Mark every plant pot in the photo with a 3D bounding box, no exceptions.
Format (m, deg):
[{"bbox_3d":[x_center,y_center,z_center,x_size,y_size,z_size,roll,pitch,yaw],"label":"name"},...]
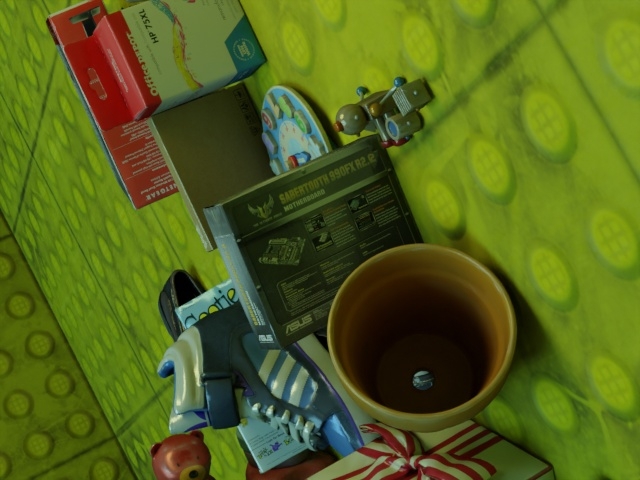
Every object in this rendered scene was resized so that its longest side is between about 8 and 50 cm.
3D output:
[{"bbox_3d":[0.119,0.134,1.417,0.205,0.205,0.188,53,170,24],"label":"plant pot"}]

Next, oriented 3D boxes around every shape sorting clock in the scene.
[{"bbox_3d":[-0.029,-0.108,1.651,0.206,0.040,0.206,46,150,36],"label":"shape sorting clock"}]

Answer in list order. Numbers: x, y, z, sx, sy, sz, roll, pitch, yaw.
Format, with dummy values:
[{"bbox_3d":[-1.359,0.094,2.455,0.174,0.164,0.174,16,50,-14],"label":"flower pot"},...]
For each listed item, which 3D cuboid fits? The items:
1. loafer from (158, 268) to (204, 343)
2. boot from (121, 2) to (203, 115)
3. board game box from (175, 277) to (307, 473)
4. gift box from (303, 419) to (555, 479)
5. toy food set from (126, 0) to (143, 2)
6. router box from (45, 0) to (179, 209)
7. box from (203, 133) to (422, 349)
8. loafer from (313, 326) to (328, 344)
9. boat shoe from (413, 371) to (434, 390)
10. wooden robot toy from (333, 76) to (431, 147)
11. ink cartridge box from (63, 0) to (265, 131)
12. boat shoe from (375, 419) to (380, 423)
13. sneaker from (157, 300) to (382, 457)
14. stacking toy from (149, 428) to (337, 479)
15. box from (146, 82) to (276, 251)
[{"bbox_3d":[-0.210,0.185,2.251,0.302,0.109,0.095,56,151,26],"label":"loafer"},{"bbox_3d":[-0.224,-0.240,1.858,0.246,0.094,0.207,42,152,53],"label":"boot"},{"bbox_3d":[-0.081,0.191,1.874,0.275,0.144,0.142,61,-173,8],"label":"board game box"},{"bbox_3d":[0.135,0.372,1.508,0.255,0.276,0.258,18,128,53],"label":"gift box"},{"bbox_3d":[-0.236,-0.416,1.751,0.111,0.104,0.232,129,132,-79],"label":"toy food set"},{"bbox_3d":[-0.321,-0.217,1.898,0.301,0.082,0.335,67,171,-13],"label":"router box"},{"bbox_3d":[0.000,0.000,1.457,0.056,0.231,0.183,-10,105,63],"label":"box"},{"bbox_3d":[0.019,0.107,1.737,0.078,0.080,0.220,63,164,-20],"label":"loafer"},{"bbox_3d":[0.101,0.193,1.638,0.206,0.075,0.065,-16,95,62],"label":"boat shoe"},{"bbox_3d":[0.056,-0.134,1.397,0.173,0.079,0.076,-1,113,65],"label":"wooden robot toy"},{"bbox_3d":[-0.207,-0.249,1.643,0.134,0.231,0.078,65,156,-1],"label":"ink cartridge box"},{"bbox_3d":[0.084,0.264,1.754,0.083,0.065,0.183,65,157,1],"label":"boat shoe"},{"bbox_3d":[-0.083,0.235,1.694,0.323,0.236,0.130,52,166,25],"label":"sneaker"},{"bbox_3d":[-0.097,0.354,1.960,0.279,0.309,0.130,8,111,52],"label":"stacking toy"},{"bbox_3d":[-0.133,-0.104,1.718,0.021,0.164,0.201,-21,94,54],"label":"box"}]
